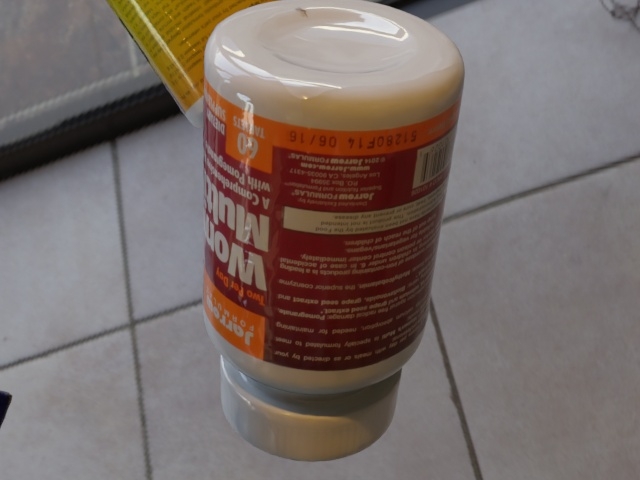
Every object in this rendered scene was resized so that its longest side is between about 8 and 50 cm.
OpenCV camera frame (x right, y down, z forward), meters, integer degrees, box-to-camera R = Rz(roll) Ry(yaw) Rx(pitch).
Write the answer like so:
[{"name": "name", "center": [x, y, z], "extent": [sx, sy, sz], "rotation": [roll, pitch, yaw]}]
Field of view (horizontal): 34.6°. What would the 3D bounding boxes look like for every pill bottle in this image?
[{"name": "pill bottle", "center": [0.000, 0.000, 0.525], "extent": [0.121, 0.221, 0.121], "rotation": [3, 34, -2]}, {"name": "pill bottle", "center": [-0.077, -0.163, 0.736], "extent": [0.117, 0.117, 0.215], "rotation": [-34, 94, 2]}]

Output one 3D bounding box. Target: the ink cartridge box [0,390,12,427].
[{"name": "ink cartridge box", "center": [-0.325, 0.103, 0.389], "extent": [0.175, 0.371, 0.069], "rotation": [-64, 29, 18]}]
